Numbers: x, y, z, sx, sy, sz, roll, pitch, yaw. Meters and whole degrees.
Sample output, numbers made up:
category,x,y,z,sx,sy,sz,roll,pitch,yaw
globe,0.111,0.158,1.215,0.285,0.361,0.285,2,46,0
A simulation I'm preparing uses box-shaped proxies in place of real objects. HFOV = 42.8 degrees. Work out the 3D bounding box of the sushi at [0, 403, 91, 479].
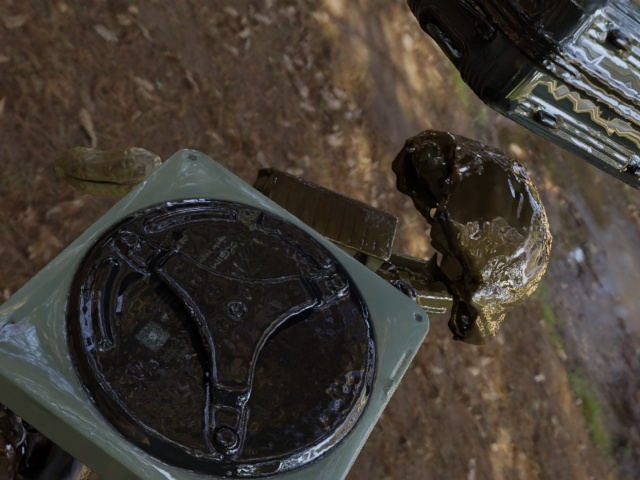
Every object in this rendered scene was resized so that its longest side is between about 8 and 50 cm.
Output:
category,x,y,z,sx,sy,sz,roll,pitch,yaw
sushi,-0.379,0.291,1.003,0.215,0.212,0.227,42,22,11

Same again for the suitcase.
category,x,y,z,sx,sy,sz,roll,pitch,yaw
suitcase,0.238,-0.170,0.750,0.312,0.128,0.202,17,34,-37

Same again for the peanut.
category,x,y,z,sx,sy,sz,roll,pitch,yaw
peanut,-0.301,-0.102,1.177,0.080,0.174,0.080,6,90,-76

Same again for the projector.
category,x,y,z,sx,sy,sz,roll,pitch,yaw
projector,-0.072,0.072,0.607,0.259,0.079,0.257,35,48,4

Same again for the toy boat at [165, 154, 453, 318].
category,x,y,z,sx,sy,sz,roll,pitch,yaw
toy boat,0.000,0.000,1.057,0.445,0.162,0.136,22,30,-27

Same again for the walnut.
category,x,y,z,sx,sy,sz,roll,pitch,yaw
walnut,0.172,-0.015,0.867,0.204,0.141,0.238,74,-1,-79
